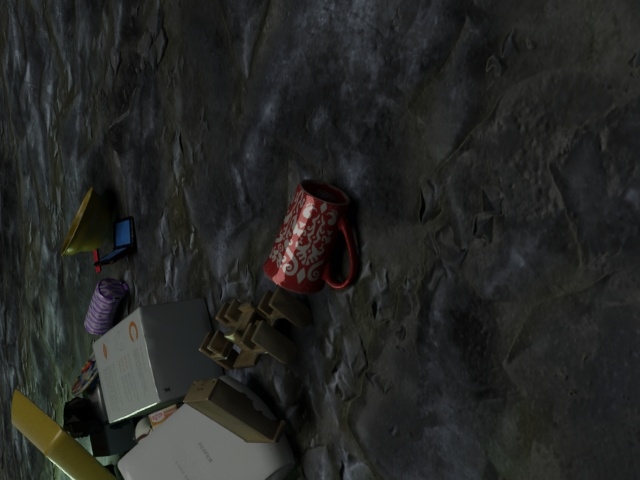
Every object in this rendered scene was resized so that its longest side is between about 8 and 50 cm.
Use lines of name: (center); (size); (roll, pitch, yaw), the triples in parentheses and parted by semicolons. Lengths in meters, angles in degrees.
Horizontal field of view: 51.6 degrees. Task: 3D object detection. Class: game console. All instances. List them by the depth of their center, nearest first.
game console: (-0.582, 0.005, 1.853); (0.144, 0.124, 0.085); (-9, 115, 52)

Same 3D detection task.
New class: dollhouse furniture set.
dollhouse furniture set: (-0.120, 0.235, 1.253); (0.212, 0.161, 0.242); (-20, 37, 50)

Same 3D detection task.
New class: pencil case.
pencil case: (-0.628, 0.192, 1.933); (0.086, 0.088, 0.206); (58, 135, 23)

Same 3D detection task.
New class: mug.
mug: (-0.002, -0.005, 1.130); (0.113, 0.150, 0.169); (-92, 20, -64)

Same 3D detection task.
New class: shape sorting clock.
shape sorting clock: (-0.678, 0.370, 1.972); (0.206, 0.040, 0.206); (-43, 26, 27)

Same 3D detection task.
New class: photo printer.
photo printer: (-0.220, 0.443, 1.324); (0.256, 0.307, 0.107); (47, 174, 28)

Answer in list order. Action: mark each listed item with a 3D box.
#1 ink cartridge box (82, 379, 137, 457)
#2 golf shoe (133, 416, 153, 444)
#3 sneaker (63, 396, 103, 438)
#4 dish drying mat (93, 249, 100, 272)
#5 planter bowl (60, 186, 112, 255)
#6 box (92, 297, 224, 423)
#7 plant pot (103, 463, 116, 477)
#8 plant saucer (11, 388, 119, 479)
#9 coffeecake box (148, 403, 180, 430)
ink cartridge box: (-0.637, 0.529, 1.990); (0.160, 0.092, 0.219); (-24, 77, 51)
golf shoe: (-0.389, 0.498, 1.671); (0.273, 0.105, 0.120); (24, 103, 54)
sneaker: (-0.705, 0.513, 1.933); (0.234, 0.078, 0.106); (-9, 90, 53)
dish drying mat: (-0.699, 0.058, 2.065); (0.032, 0.008, 0.083); (-20, 81, 52)
planter bowl: (-0.664, -0.039, 1.913); (0.217, 0.090, 0.217); (-47, 28, 36)
box: (-0.399, 0.295, 1.597); (0.345, 0.168, 0.215); (-32, 71, 50)
plant pot: (-0.687, 0.814, 2.054); (0.165, 0.167, 0.167); (57, 135, 19)
plant saucer: (-0.742, 0.603, 1.906); (0.333, 0.081, 0.333); (14, 143, 43)
coffeecake box: (-0.311, 0.474, 1.477); (0.142, 0.068, 0.185); (91, 156, -67)
